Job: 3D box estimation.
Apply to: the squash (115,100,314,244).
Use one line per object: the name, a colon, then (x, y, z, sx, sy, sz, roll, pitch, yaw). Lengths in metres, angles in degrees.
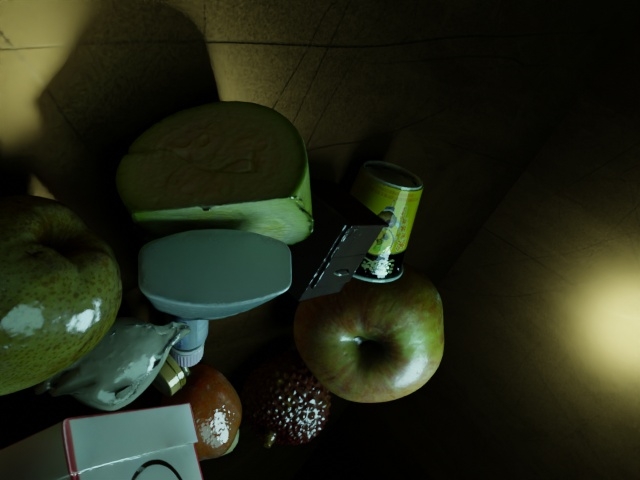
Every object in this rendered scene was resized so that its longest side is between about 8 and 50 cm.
squash: (-0.129, -0.025, 0.726, 0.233, 0.210, 0.309, -7, 142, -4)

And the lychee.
lychee: (-0.103, 0.459, 1.428, 0.304, 0.275, 0.276, -60, 171, -47)

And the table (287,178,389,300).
table: (0.000, 0.000, 1.014, 0.169, 0.172, 0.193, -3, 129, -58)

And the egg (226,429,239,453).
egg: (-0.301, 0.577, 1.454, 0.140, 0.118, 0.116, 50, 40, -57)

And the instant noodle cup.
instant noodle cup: (0.133, -0.052, 1.151, 0.215, 0.215, 0.236, -17, 134, -49)

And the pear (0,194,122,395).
pear: (-0.333, 0.054, 0.521, 0.211, 0.188, 0.228, -47, 154, 5)

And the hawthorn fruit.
hawthorn fruit: (-0.281, 0.369, 1.109, 0.199, 0.199, 0.252, -33, 127, -31)

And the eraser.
eraser: (-0.162, 0.061, 0.729, 0.188, 0.104, 0.290, 4, 168, -15)

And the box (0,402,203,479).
box: (-0.389, 0.472, 0.807, 0.312, 0.300, 0.314, -25, 159, 13)

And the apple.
apple: (0.136, 0.225, 1.320, 0.401, 0.400, 0.333, -55, 177, 15)

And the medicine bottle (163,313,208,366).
medicine bottle: (-0.257, 0.167, 0.943, 0.083, 0.083, 0.203, -29, 148, -36)

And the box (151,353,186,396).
box: (-0.310, 0.254, 0.956, 0.037, 0.105, 0.106, -41, 157, -38)

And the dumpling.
dumpling: (-0.336, 0.203, 0.823, 0.246, 0.143, 0.172, -17, 173, -18)
